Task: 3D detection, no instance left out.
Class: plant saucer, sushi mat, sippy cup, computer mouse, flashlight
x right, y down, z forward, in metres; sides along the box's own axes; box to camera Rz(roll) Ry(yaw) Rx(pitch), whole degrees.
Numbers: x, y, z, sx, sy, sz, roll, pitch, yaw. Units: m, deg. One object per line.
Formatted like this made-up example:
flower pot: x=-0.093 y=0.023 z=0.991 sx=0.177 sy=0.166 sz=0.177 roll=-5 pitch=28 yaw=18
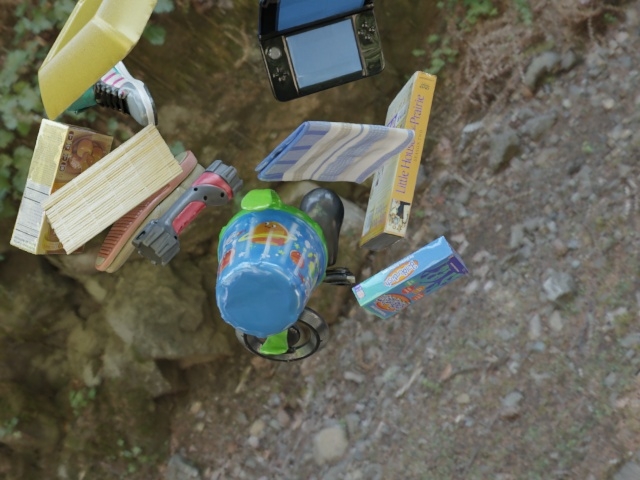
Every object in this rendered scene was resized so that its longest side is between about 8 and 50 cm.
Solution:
plant saucer: x=-0.436 y=-0.439 z=1.527 sx=0.333 sy=0.081 sz=0.332 roll=-24 pitch=41 yaw=42
sushi mat: x=-0.461 y=-0.116 z=1.680 sx=0.317 sy=0.019 sz=0.151 roll=-36 pitch=72 yaw=0
sippy cup: x=-0.107 y=0.071 z=1.526 sx=0.240 sy=0.305 sz=0.224 roll=-36 pitch=17 yaw=19
computer mouse: x=0.000 y=0.000 z=1.991 sx=0.072 sy=0.189 sz=0.272 roll=-59 pitch=-28 yaw=-67
flashlight: x=-0.309 y=-0.063 z=1.837 sx=0.103 sy=0.103 sz=0.304 roll=9 pitch=49 yaw=35

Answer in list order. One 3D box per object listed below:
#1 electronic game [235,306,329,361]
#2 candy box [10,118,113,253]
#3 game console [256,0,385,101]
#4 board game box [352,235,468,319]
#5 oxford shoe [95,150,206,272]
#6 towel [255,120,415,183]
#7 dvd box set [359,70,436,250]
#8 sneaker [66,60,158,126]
electronic game: x=-0.093 y=0.224 z=1.868 sx=0.229 sy=0.229 sz=0.048 roll=-37 pitch=33 yaw=35
candy box: x=-0.634 y=-0.127 z=1.888 sx=0.183 sy=0.088 sz=0.316 roll=-1 pitch=-72 yaw=-70
game console: x=0.015 y=-0.468 z=1.754 sx=0.293 sy=0.250 sz=0.173 roll=-19 pitch=19 yaw=-10
board game box: x=0.187 y=0.081 z=1.563 sx=0.210 sy=0.160 sz=0.047 roll=-31 pitch=66 yaw=12
oxford shoe: x=-0.429 y=-0.052 z=2.027 sx=0.397 sy=0.146 sz=0.140 roll=-51 pitch=28 yaw=-15
towel: x=0.033 y=-0.174 z=1.556 sx=0.209 sy=0.285 sz=0.034 roll=-37 pitch=63 yaw=47
dvd box set: x=0.198 y=-0.194 z=2.004 sx=0.307 sy=0.062 sz=0.420 roll=134 pitch=149 yaw=-78
sneaker: x=-0.534 y=-0.354 z=1.874 sx=0.179 sy=0.123 sz=0.295 roll=-25 pitch=52 yaw=-27
